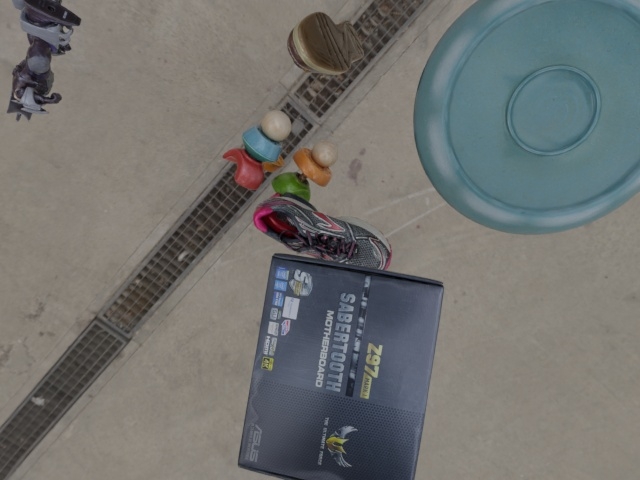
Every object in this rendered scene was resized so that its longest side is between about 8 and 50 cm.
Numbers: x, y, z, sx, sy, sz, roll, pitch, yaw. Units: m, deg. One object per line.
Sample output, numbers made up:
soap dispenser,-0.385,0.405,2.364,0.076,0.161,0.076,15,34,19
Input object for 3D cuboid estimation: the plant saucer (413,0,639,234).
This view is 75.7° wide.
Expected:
plant saucer,0.275,-0.156,0.500,0.317,0.044,0.317,3,106,11

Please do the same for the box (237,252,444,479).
box,0.022,0.141,0.446,0.183,0.059,0.232,10,90,7

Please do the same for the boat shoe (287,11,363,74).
boat shoe,-0.006,-0.412,0.906,0.123,0.342,0.123,-17,111,28

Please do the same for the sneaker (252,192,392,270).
sneaker,0.000,0.000,0.851,0.299,0.112,0.121,21,111,10

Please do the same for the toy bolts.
toy bolts,-0.089,-0.206,0.899,0.158,0.228,0.218,-46,63,23

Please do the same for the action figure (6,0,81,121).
action figure,-0.504,-0.327,0.742,0.099,0.285,0.185,2,65,-36
